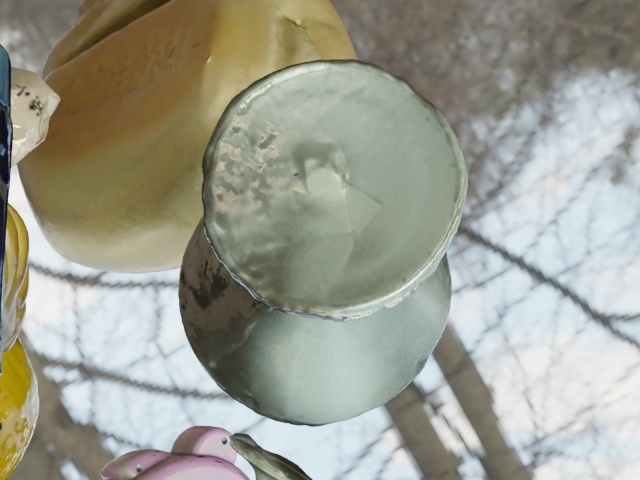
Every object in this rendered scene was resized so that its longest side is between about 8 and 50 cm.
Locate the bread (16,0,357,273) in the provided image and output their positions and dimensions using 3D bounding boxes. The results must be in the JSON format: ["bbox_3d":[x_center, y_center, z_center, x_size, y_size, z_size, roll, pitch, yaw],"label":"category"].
[{"bbox_3d":[-0.142,-0.137,2.024,0.376,0.253,0.348,-27,-138,32],"label":"bread"}]

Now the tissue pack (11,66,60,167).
[{"bbox_3d":[-0.511,-0.139,1.761,0.390,0.375,0.195,-40,180,5],"label":"tissue pack"}]

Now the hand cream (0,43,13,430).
[{"bbox_3d":[-0.233,-0.003,1.105,0.061,0.270,0.120,-9,157,19],"label":"hand cream"}]

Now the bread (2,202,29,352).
[{"bbox_3d":[-0.297,0.054,1.378,0.105,0.213,0.213,28,-135,20],"label":"bread"}]

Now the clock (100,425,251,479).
[{"bbox_3d":[-0.167,0.330,1.891,0.248,0.227,0.090,-34,-160,-34],"label":"clock"}]

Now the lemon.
[{"bbox_3d":[-0.337,0.159,1.550,0.170,0.170,0.207,-14,-148,44],"label":"lemon"}]

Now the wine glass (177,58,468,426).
[{"bbox_3d":[0.000,0.000,1.520,0.267,0.267,0.406,-32,169,-9],"label":"wine glass"}]

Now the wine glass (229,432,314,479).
[{"bbox_3d":[-0.096,0.315,1.737,0.232,0.156,0.156,-60,-162,-1],"label":"wine glass"}]
